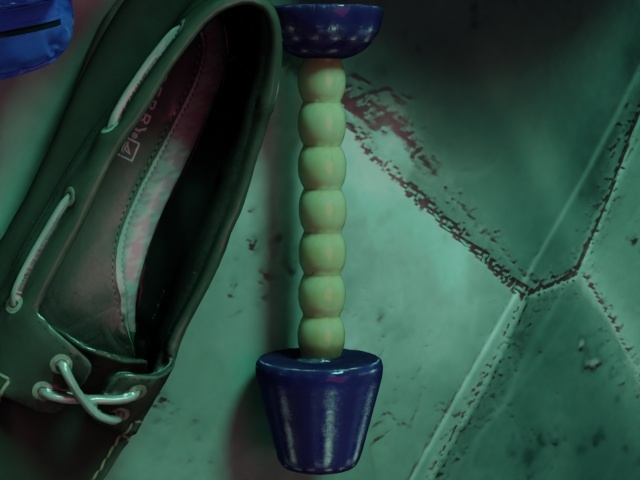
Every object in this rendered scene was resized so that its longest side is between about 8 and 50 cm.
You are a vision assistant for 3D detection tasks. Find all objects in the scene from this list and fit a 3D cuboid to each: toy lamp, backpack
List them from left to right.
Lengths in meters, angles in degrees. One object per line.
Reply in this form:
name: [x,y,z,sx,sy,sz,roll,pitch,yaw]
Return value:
backpack: [-0.175,-0.136,0.749,0.098,0.101,0.120,-14,109,-24]
toy lamp: [0.000,0.000,0.899,0.080,0.080,0.275,-2,96,-33]

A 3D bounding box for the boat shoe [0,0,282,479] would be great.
boat shoe: [-0.111,0.010,0.813,0.112,0.095,0.335,22,85,-34]
